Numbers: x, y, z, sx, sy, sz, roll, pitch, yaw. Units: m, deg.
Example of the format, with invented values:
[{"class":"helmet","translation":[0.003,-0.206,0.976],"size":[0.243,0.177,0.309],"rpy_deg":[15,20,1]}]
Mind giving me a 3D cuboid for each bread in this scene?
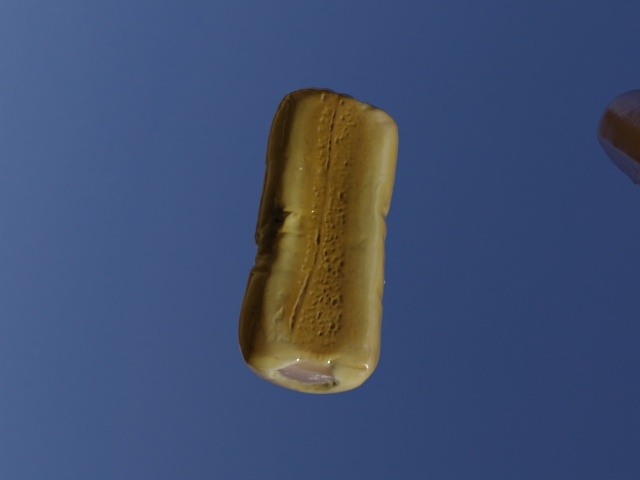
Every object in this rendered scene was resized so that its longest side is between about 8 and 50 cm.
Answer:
[{"class":"bread","translation":[0.000,0.000,1.389],"size":[0.091,0.142,0.305],"rpy_deg":[134,-34,-65]}]

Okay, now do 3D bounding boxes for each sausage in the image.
[{"class":"sausage","translation":[0.363,-0.083,1.379],"size":[0.097,0.094,0.348],"rpy_deg":[-46,-162,6]}]
